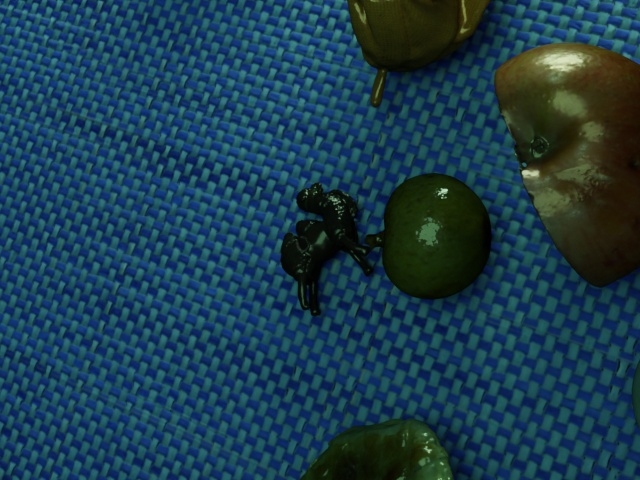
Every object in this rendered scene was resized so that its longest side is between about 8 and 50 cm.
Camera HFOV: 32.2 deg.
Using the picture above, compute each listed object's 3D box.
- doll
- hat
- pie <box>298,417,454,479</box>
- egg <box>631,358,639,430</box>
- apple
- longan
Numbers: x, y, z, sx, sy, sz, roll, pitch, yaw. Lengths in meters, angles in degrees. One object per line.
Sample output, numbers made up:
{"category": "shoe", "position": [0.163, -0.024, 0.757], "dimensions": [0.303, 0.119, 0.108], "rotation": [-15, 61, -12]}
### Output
{"category": "doll", "position": [0.000, 0.000, 1.518], "dimensions": [0.139, 0.057, 0.165], "rotation": [-38, 59, 14]}
{"category": "hat", "position": [0.101, -0.288, 1.463], "dimensions": [0.233, 0.244, 0.233], "rotation": [25, 104, 33]}
{"category": "pie", "position": [0.047, 0.347, 1.355], "dimensions": [0.306, 0.071, 0.306], "rotation": [-29, 41, 29]}
{"category": "egg", "position": [0.517, 0.144, 1.169], "dimensions": [0.371, 0.230, 0.230], "rotation": [-16, 73, 16]}
{"category": "apple", "position": [0.336, -0.111, 1.284], "dimensions": [0.163, 0.251, 0.293], "rotation": [-28, 70, 26]}
{"category": "longan", "position": [0.134, -0.005, 1.411], "dimensions": [0.176, 0.145, 0.155], "rotation": [4, 54, 27]}
